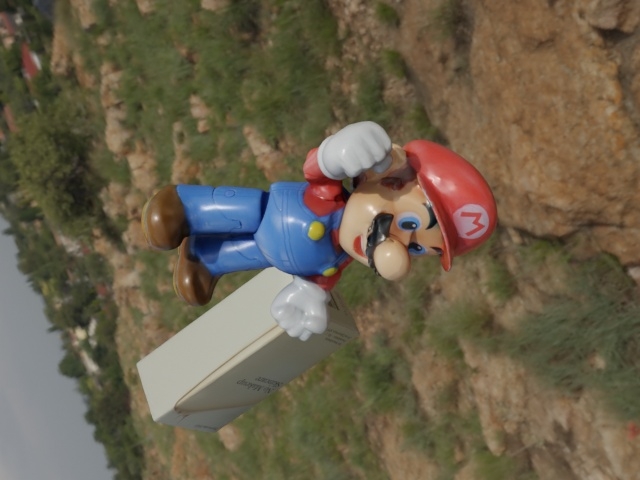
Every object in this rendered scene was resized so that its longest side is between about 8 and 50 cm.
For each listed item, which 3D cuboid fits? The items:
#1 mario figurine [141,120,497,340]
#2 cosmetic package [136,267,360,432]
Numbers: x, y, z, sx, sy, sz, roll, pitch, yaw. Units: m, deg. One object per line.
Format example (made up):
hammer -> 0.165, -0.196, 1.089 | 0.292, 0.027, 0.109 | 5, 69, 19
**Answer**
mario figurine -> 0.000, 0.000, 0.738 | 0.198, 0.321, 0.170 | 28, -125, -72
cosmetic package -> -0.114, 0.169, 1.256 | 0.160, 0.309, 0.113 | 29, -151, -53
